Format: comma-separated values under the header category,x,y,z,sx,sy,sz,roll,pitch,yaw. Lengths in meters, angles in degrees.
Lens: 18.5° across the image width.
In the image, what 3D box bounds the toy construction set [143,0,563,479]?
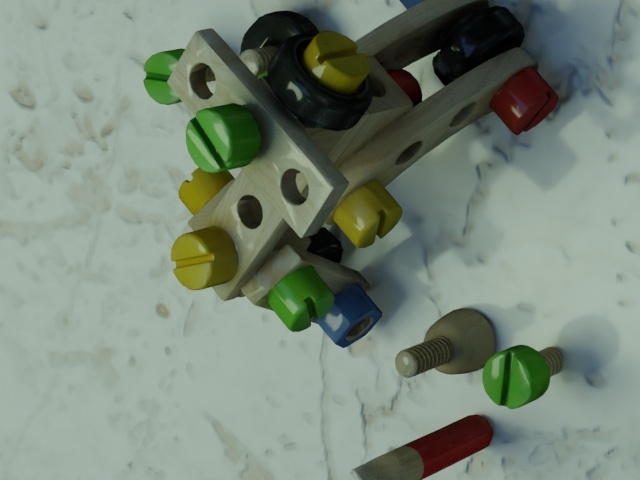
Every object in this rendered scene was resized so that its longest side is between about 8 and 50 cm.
category,x,y,z,sx,sy,sz,roll,pitch,yaw
toy construction set,0.000,0.000,1.135,0.257,0.237,0.308,-22,87,35
